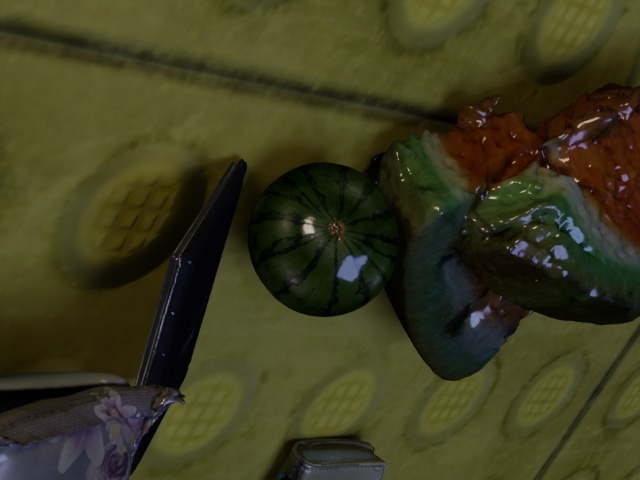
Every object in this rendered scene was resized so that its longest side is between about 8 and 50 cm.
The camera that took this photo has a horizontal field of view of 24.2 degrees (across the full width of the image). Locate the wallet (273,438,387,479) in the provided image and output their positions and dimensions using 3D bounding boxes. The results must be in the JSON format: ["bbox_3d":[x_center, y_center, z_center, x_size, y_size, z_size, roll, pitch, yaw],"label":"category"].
[{"bbox_3d":[-0.018,0.231,1.222,0.110,0.039,0.155,7,119,-48],"label":"wallet"}]

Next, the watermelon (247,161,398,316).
[{"bbox_3d":[0.000,0.002,0.947,0.109,0.109,0.109,-29,143,-25],"label":"watermelon"}]

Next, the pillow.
[{"bbox_3d":[-0.172,0.186,0.837,0.169,0.059,0.255,-9,127,-50],"label":"pillow"}]

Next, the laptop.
[{"bbox_3d":[-0.086,0.050,0.914,0.129,0.016,0.180,-65,174,-57],"label":"laptop"}]

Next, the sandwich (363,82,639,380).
[{"bbox_3d":[0.187,-0.011,1.086,0.301,0.162,0.250,-32,149,-17],"label":"sandwich"}]

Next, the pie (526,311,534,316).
[{"bbox_3d":[0.168,0.033,1.238,0.084,0.021,0.084,-25,139,-25],"label":"pie"}]

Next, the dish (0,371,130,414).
[{"bbox_3d":[-0.236,0.164,0.861,0.182,0.080,0.243,2,120,-52],"label":"dish"}]
